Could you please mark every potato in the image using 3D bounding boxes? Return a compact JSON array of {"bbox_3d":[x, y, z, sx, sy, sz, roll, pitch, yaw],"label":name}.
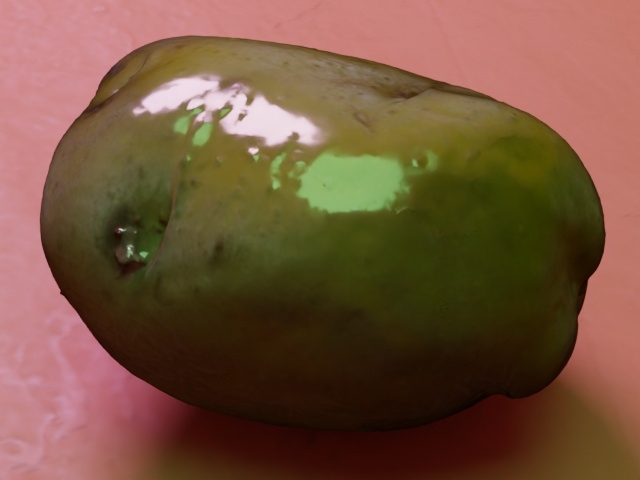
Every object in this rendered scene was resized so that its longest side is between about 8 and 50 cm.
[{"bbox_3d":[0.001,-0.005,0.664,0.200,0.137,0.154,16,43,12],"label":"potato"}]
